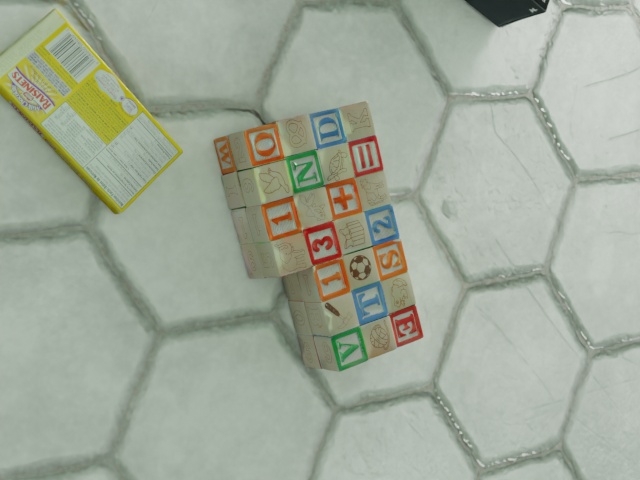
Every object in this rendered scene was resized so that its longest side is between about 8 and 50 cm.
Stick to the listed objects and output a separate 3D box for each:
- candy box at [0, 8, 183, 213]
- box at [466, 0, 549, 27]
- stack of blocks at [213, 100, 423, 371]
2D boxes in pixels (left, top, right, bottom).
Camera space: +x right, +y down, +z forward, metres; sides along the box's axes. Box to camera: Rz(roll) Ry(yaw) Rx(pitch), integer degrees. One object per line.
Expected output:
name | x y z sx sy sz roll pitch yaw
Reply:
candy box | -0.253 -0.137 1.022 0.105 0.027 0.206 -47 110 -20
box | 0.207 -0.436 1.248 0.261 0.103 0.184 31 71 -25
stack of blocks | 0.000 0.000 1.125 0.171 0.087 0.297 -18 97 -28
